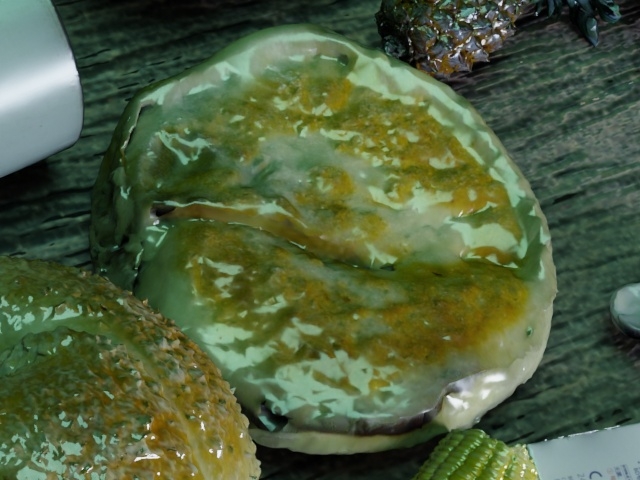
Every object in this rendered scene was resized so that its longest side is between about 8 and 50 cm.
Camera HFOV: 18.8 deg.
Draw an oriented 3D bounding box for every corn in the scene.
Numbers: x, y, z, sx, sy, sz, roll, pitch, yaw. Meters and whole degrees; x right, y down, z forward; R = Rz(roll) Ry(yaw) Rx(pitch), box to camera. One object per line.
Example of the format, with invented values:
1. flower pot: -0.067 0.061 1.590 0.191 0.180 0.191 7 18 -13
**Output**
1. corn: 0.074 0.190 1.166 0.085 0.063 0.165 4 51 41

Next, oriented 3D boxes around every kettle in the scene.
1. kettle: -0.309 -0.097 1.265 0.236 0.161 0.221 -28 36 -26

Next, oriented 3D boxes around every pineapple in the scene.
1. pineapple: 0.131 -0.174 1.448 0.221 0.083 0.103 -26 76 -28

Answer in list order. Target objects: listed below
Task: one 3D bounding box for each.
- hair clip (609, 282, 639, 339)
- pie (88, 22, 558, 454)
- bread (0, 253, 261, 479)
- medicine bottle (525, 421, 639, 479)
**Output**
1. hair clip: 0.327 0.061 1.325 0.257 0.075 0.146 15 37 -10
2. pie: 0.000 0.000 1.294 0.339 0.077 0.339 5 53 -7
3. bread: -0.182 0.114 1.085 0.306 0.158 0.305 3 32 -2
4. medicine bottle: 0.230 0.204 1.205 0.171 0.052 0.201 -10 56 -19
